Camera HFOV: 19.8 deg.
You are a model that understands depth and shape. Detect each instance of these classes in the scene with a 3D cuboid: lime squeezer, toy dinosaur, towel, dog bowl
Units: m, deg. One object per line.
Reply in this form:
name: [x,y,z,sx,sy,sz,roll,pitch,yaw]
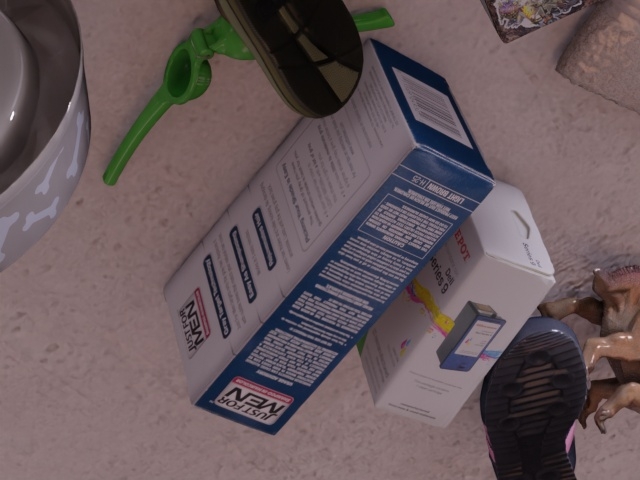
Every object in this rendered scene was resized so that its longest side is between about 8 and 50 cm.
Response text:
lime squeezer: [-0.091,-0.158,1.670,0.310,0.059,0.110,-30,160,8]
toy dinosaur: [0.359,0.110,1.956,0.200,0.127,0.295,-25,118,-3]
towel: [0.383,-0.182,1.766,0.282,0.049,0.187,20,120,-27]
dog bowl: [-0.344,-0.091,1.472,0.349,0.348,0.102,-18,142,0]

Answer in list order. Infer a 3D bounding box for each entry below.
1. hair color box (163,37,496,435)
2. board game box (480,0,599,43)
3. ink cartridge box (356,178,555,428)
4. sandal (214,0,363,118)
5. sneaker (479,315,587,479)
hair color box: [0.000,0.000,1.731,0.105,0.174,0.347,25,119,-32]
board game box: [0.133,-0.348,1.445,0.141,0.232,0.291,-24,131,4]
ink cartridge box: [0.126,0.054,1.820,0.093,0.154,0.212,20,122,-26]
sandal: [-0.060,-0.236,1.569,0.120,0.086,0.302,-37,122,-24]
sneaker: [0.214,0.158,1.921,0.112,0.131,0.319,-6,140,-2]
